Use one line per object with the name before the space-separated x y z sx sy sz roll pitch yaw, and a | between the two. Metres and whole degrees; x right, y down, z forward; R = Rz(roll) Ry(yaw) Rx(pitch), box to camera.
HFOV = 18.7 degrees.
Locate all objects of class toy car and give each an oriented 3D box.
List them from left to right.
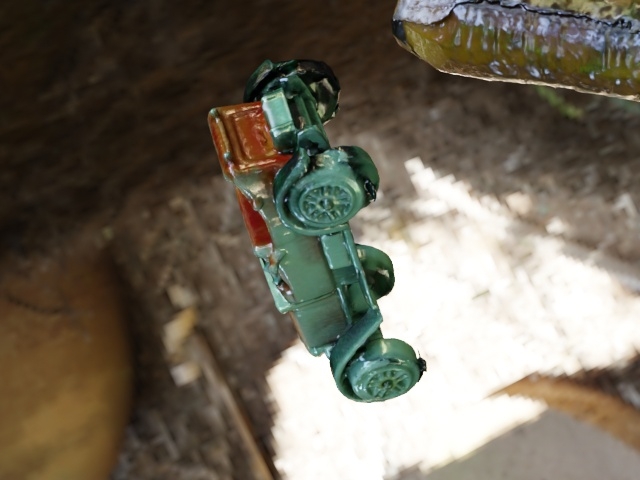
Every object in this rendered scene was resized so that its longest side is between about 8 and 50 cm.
toy car | 0.000 0.000 0.747 0.143 0.054 0.073 73 178 -46

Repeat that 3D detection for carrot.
carrot | 0.166 -0.105 1.072 0.260 0.070 0.070 15 126 23
